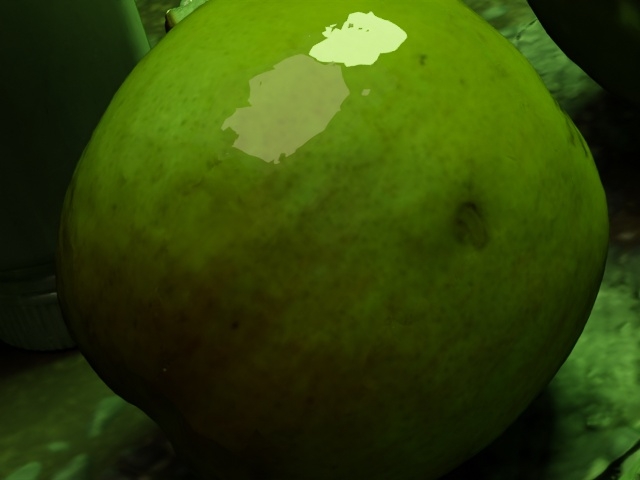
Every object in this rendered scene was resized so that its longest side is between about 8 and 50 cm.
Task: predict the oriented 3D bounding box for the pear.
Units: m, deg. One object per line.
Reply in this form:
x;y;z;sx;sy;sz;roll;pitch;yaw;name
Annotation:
0.000;0.000;0.701;0.200;0.200;0.200;-11;34;8;pear

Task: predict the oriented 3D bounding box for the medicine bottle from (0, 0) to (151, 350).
-0.132;-0.051;0.824;0.132;0.188;0.088;-23;35;-10;medicine bottle

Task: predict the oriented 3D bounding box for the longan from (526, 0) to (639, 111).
0.187;-0.130;0.809;0.212;0.198;0.198;0;37;31;longan

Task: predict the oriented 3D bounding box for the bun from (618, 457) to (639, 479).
0.168;0.111;0.474;0.283;0.179;0.283;-13;32;8;bun

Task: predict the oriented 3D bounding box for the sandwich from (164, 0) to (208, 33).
-0.040;-0.128;1.033;0.105;0.036;0.093;-30;37;-17;sandwich
